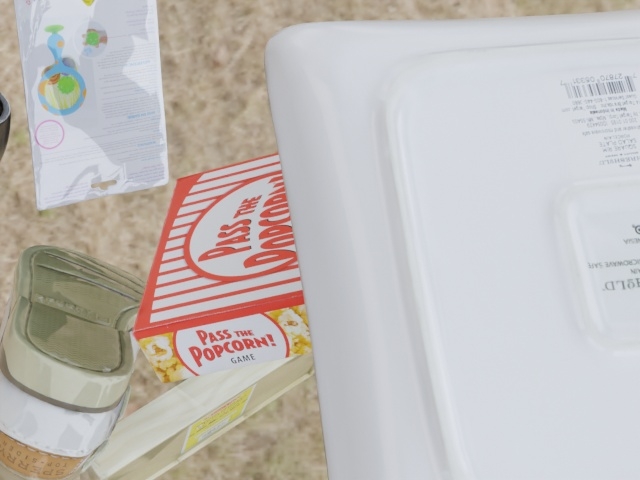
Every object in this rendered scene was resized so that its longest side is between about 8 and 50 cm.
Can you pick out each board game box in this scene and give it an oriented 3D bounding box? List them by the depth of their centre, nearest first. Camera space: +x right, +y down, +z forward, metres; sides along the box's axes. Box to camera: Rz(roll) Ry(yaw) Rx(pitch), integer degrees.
[{"bbox_3d":[0.000,0.000,0.638,0.146,0.194,0.045,-85,157,-52],"label":"board game box"}]

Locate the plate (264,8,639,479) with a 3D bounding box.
[{"bbox_3d":[0.130,0.015,0.467,0.277,0.045,0.277,-6,71,-11],"label":"plate"}]

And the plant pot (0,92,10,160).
[{"bbox_3d":[-0.375,-0.091,0.920,0.188,0.167,0.187,-37,80,-17],"label":"plant pot"}]

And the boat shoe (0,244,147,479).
[{"bbox_3d":[-0.183,0.082,0.779,0.302,0.113,0.103,-104,-143,-79],"label":"boat shoe"}]

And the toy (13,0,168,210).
[{"bbox_3d":[-0.218,-0.158,1.029,0.137,0.056,0.237,-14,117,-32],"label":"toy"}]

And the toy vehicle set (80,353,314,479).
[{"bbox_3d":[-0.106,0.159,1.060,0.267,0.166,0.035,-31,75,-23],"label":"toy vehicle set"}]
